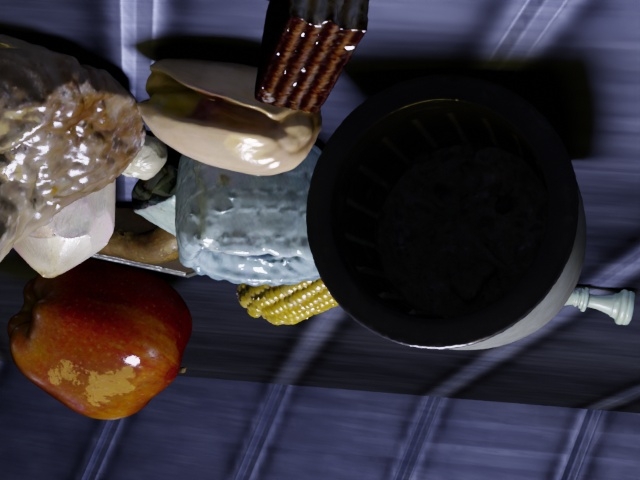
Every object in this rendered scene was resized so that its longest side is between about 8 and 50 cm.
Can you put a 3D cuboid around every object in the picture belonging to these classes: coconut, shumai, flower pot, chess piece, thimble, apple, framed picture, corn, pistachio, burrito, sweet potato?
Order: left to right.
[{"bbox_3d":[-0.347,-0.073,1.764,0.314,0.263,0.267,16,164,-40],"label":"shumai"},{"bbox_3d":[-0.350,-0.042,2.039,0.170,0.183,0.171,2,168,1],"label":"coconut"},{"bbox_3d":[-0.392,0.174,2.766,0.316,0.288,0.288,24,162,-16],"label":"apple"},{"bbox_3d":[-0.299,-0.024,2.340,0.285,0.085,0.112,12,135,23],"label":"sweet potato"},{"bbox_3d":[-0.309,0.022,2.621,0.259,0.023,0.189,12,165,-22],"label":"framed picture"},{"bbox_3d":[-0.144,-0.023,2.138,0.229,0.089,0.144,32,166,-23],"label":"burrito"},{"bbox_3d":[-0.098,-0.136,1.691,0.200,0.117,0.145,10,-173,6],"label":"pistachio"},{"bbox_3d":[-0.082,-0.044,1.960,0.204,0.172,0.250,-7,164,29],"label":"thimble"},{"bbox_3d":[-0.002,0.044,2.327,0.130,0.130,0.347,17,153,-38],"label":"corn"},{"bbox_3d":[0.169,-0.004,1.762,0.293,0.294,0.330,2,170,18],"label":"flower pot"},{"bbox_3d":[0.439,0.096,2.538,0.149,0.059,0.059,13,167,4],"label":"chess piece"}]

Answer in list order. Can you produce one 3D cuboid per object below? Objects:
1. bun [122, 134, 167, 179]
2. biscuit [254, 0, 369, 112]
[{"bbox_3d":[-0.241,-0.107,1.996,0.086,0.055,0.086,7,166,2],"label":"bun"},{"bbox_3d":[-0.006,-0.204,1.393,0.070,0.106,0.252,10,165,-8],"label":"biscuit"}]
